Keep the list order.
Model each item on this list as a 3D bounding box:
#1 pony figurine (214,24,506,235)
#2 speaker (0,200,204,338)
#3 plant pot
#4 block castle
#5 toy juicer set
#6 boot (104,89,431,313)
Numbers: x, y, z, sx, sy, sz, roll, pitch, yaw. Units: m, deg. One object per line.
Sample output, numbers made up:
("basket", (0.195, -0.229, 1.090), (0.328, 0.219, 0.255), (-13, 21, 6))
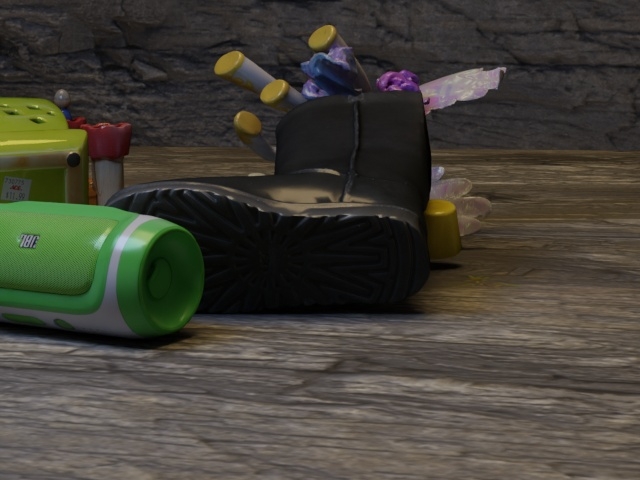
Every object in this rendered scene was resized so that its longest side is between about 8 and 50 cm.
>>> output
("pony figurine", (0.065, -0.153, 2.070), (0.351, 0.303, 0.363), (-9, -37, 40))
("speaker", (-0.270, 0.029, 1.485), (0.296, 0.131, 0.131), (4, 10, 32))
("plant pot", (-0.394, -0.043, 1.700), (0.228, 0.227, 0.207), (-5, 16, -31))
("block castle", (-0.568, -0.142, 2.381), (0.453, 0.213, 0.303), (-6, 10, -28))
("toy juicer set", (0.000, 0.000, 1.840), (0.329, 0.089, 0.209), (11, 27, 27))
("boot", (-0.045, -0.076, 1.720), (0.367, 0.146, 0.445), (7, 27, 1))
